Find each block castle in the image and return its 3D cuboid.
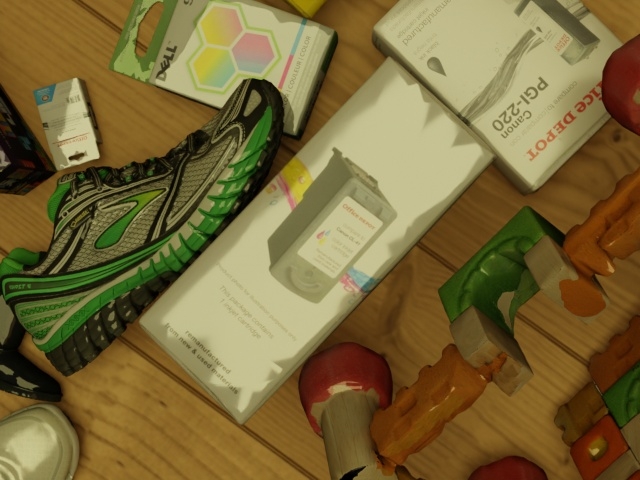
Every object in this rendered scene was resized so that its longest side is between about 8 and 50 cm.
[{"bbox_3d":[0.230,0.079,1.009,0.303,0.213,0.453,36,108,-23],"label":"block castle"}]

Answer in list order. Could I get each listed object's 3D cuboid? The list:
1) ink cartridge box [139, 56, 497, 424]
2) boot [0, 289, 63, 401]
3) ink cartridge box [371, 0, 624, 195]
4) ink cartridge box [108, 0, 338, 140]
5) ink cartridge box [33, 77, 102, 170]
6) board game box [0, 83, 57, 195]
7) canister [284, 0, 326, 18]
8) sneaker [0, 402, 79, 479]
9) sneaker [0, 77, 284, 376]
[{"bbox_3d":[0.000,0.000,1.067,0.131,0.226,0.306,43,91,2],"label":"ink cartridge box"},{"bbox_3d":[-0.302,0.099,1.179,0.121,0.045,0.099,17,85,2],"label":"boot"},{"bbox_3d":[0.177,-0.171,1.124,0.158,0.092,0.218,-45,89,3],"label":"ink cartridge box"},{"bbox_3d":[-0.099,-0.184,1.155,0.209,0.062,0.109,21,91,4],"label":"ink cartridge box"},{"bbox_3d":[-0.248,-0.114,1.181,0.048,0.028,0.083,-16,88,4],"label":"ink cartridge box"},{"bbox_3d":[-0.333,-0.127,1.131,0.048,0.141,0.170,-34,88,3],"label":"board game box"},{"bbox_3d":[0.008,-0.303,1.121,0.170,0.126,0.073,-48,128,5],"label":"canister"},{"bbox_3d":[-0.355,0.271,1.144,0.292,0.118,0.110,-41,85,1],"label":"sneaker"},{"bbox_3d":[-0.168,-0.028,1.095,0.343,0.134,0.146,-43,96,12],"label":"sneaker"}]
